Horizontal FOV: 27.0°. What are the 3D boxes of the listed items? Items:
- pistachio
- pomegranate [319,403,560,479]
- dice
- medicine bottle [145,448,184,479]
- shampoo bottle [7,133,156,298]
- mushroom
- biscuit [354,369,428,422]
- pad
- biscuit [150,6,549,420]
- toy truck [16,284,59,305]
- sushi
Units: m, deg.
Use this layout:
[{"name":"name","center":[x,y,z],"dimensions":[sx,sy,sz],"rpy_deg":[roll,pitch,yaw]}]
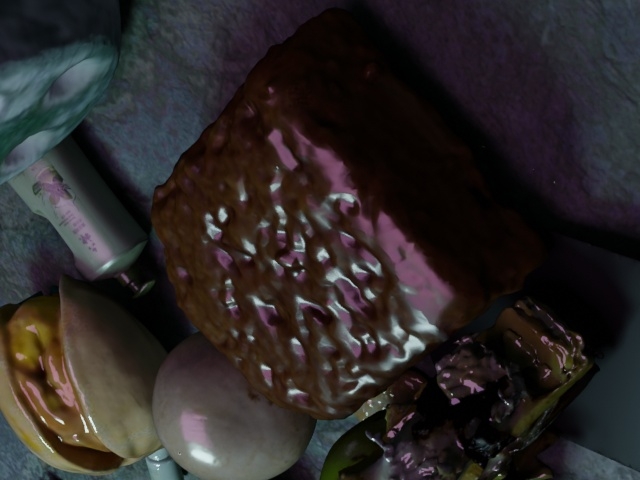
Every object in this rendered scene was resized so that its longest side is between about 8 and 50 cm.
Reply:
[{"name":"pistachio","center":[-0.302,0.188,1.765],"dimensions":[0.230,0.230,0.309],"rpy_deg":[-1,133,42]},{"name":"pomegranate","center":[0.137,0.292,1.447],"dimensions":[0.286,0.231,0.231],"rpy_deg":[-8,113,42]},{"name":"dice","center":[-0.450,-0.233,1.480],"dimensions":[0.330,0.328,0.348],"rpy_deg":[52,135,8]},{"name":"medicine bottle","center":[-0.226,0.321,1.922],"dimensions":[0.047,0.047,0.083],"rpy_deg":[13,126,35]},{"name":"shampoo bottle","center":[-0.296,-0.023,1.702],"dimensions":[0.234,0.087,0.118],"rpy_deg":[53,134,-2]},{"name":"mushroom","center":[-0.105,0.197,1.643],"dimensions":[0.204,0.204,0.204],"rpy_deg":[23,132,28]},{"name":"biscuit","center":[0.086,0.192,1.568],"dimensions":[0.071,0.018,0.147],"rpy_deg":[53,138,-6]},{"name":"pad","center":[0.252,0.058,1.321],"dimensions":[0.375,0.063,0.314],"rpy_deg":[22,132,42]},{"name":"biscuit","center":[0.000,0.000,1.379],"dimensions":[0.342,0.166,0.395],"rpy_deg":[48,141,5]},{"name":"toy truck","center":[-0.375,0.169,1.908],"dimensions":[0.116,0.110,0.216],"rpy_deg":[14,129,51]},{"name":"sushi","center":[0.128,0.167,1.283],"dimensions":[0.291,0.131,0.139],"rpy_deg":[-47,65,11]}]
